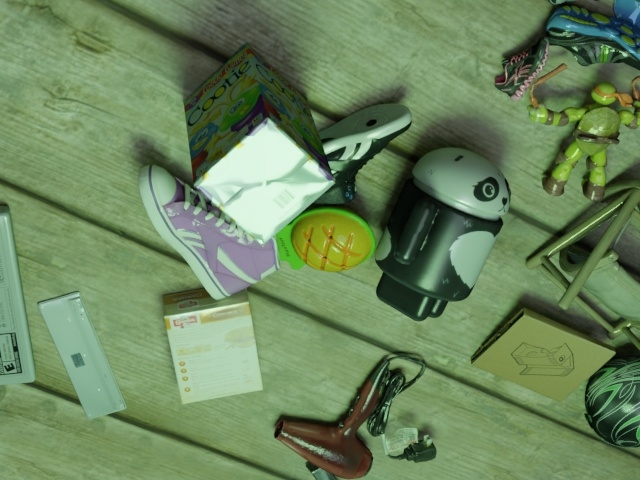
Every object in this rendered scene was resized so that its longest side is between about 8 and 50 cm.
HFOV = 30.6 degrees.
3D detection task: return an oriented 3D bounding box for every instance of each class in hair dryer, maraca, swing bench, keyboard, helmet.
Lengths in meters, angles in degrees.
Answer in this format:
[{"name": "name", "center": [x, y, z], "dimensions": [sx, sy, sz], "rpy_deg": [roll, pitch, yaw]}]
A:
[{"name": "hair dryer", "center": [0.059, 0.327, 2.126], "dimensions": [0.294, 0.080, 0.223], "rpy_deg": [-14, 106, -8]}, {"name": "maraca", "center": [0.000, 0.000, 1.899], "dimensions": [0.186, 0.099, 0.127], "rpy_deg": [-8, 124, 24]}, {"name": "swing bench", "center": [0.541, 0.051, 1.991], "dimensions": [0.253, 0.165, 0.254], "rpy_deg": [38, 102, -26]}, {"name": "keyboard", "center": [-0.403, 0.200, 1.988], "dimensions": [0.072, 0.014, 0.256], "rpy_deg": [-13, 121, 3]}, {"name": "helmet", "center": [0.568, 0.284, 2.127], "dimensions": [0.169, 0.169, 0.161], "rpy_deg": [-6, 137, -7]}]

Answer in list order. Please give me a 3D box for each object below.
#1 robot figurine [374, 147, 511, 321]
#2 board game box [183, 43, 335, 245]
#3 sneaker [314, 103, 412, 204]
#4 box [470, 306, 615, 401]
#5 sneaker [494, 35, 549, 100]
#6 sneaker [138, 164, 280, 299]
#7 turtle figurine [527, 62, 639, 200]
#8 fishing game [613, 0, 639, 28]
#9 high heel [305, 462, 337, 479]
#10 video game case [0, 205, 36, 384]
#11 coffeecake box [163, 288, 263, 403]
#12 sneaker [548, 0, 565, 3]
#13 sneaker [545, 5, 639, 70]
[{"name": "robot figurine", "center": [0.194, -0.010, 1.868], "dimensions": [0.174, 0.209, 0.278], "rpy_deg": [20, 105, -12]}, {"name": "board game box", "center": [-0.095, -0.145, 1.689], "dimensions": [0.144, 0.275, 0.142], "rpy_deg": [-41, 118, 14]}, {"name": "sneaker", "center": [0.057, -0.129, 1.849], "dimensions": [0.217, 0.079, 0.121], "rpy_deg": [-21, 125, 11]}, {"name": "box", "center": [0.398, 0.207, 2.098], "dimensions": [0.201, 0.021, 0.164], "rpy_deg": [24, 131, -18]}, {"name": "sneaker", "center": [0.312, -0.273, 1.819], "dimensions": [0.057, 0.047, 0.119], "rpy_deg": [27, 127, -6]}, {"name": "sneaker", "center": [-0.160, -0.037, 1.835], "dimensions": [0.161, 0.102, 0.282], "rpy_deg": [-22, 132, 16]}, {"name": "turtle figurine", "center": [0.449, -0.170, 1.882], "dimensions": [0.270, 0.087, 0.217], "rpy_deg": [-3, 126, -18]}, {"name": "fishing game", "center": [0.549, -0.384, 1.808], "dimensions": [0.189, 0.041, 0.264], "rpy_deg": [-27, 121, 9]}, {"name": "high heel", "center": [-0.062, 0.541, 2.195], "dimensions": [0.261, 0.093, 0.186], "rpy_deg": [-29, 115, -4]}, {"name": "video game case", "center": [-0.629, 0.104, 1.877], "dimensions": [0.300, 0.036, 0.329], "rpy_deg": [-5, 121, -8]}, {"name": "coffeecake box", "center": [-0.181, 0.174, 1.979], "dimensions": [0.142, 0.068, 0.185], "rpy_deg": [-9, 121, -5]}, {"name": "sneaker", "center": [0.396, -0.456, 1.721], "dimensions": [0.098, 0.083, 0.223], "rpy_deg": [-2, 131, -15]}, {"name": "sneaker", "center": [0.436, -0.305, 1.819], "dimensions": [0.188, 0.067, 0.078], "rpy_deg": [17, 142, -9]}]
